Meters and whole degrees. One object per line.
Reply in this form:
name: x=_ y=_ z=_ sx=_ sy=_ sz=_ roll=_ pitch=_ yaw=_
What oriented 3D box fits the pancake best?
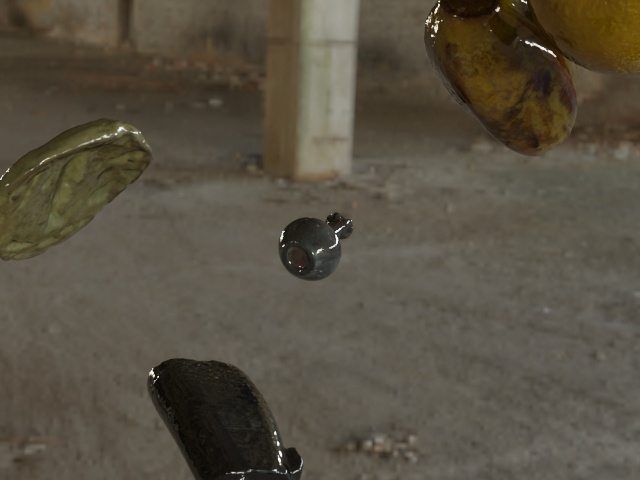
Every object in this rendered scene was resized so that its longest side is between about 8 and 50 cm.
pancake: x=-0.312 y=-0.063 z=1.576 sx=0.050 sy=0.242 sz=0.242 roll=49 pitch=31 yaw=18

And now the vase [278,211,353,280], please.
vase: x=0.000 y=0.000 z=2.410 sx=0.120 sy=0.120 sz=0.183 roll=8 pitch=26 yaw=26

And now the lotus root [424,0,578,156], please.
lotus root: x=0.242 y=-0.240 z=1.688 sx=0.193 sy=0.193 sz=0.291 roll=12 pitch=-20 yaw=40

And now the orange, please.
orange: x=0.328 y=-0.281 z=1.383 sx=0.236 sy=0.236 sz=0.236 roll=2 pitch=11 yaw=-1

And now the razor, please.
razor: x=-0.158 y=0.303 z=2.110 sx=0.189 sy=0.107 sz=0.327 roll=6 pitch=25 yaw=-28
